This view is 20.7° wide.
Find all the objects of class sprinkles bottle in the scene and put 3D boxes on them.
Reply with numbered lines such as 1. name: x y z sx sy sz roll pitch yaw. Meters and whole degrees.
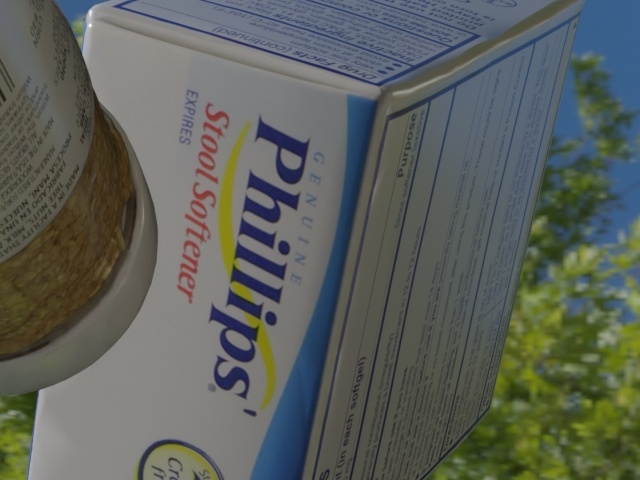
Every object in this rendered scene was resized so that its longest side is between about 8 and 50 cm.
1. sprinkles bottle: -0.131 -0.053 0.520 0.121 0.355 0.121 -1 -109 3

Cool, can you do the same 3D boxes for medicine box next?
1. medicine box: 0.000 0.000 0.885 0.289 0.149 0.263 -32 -43 -59
